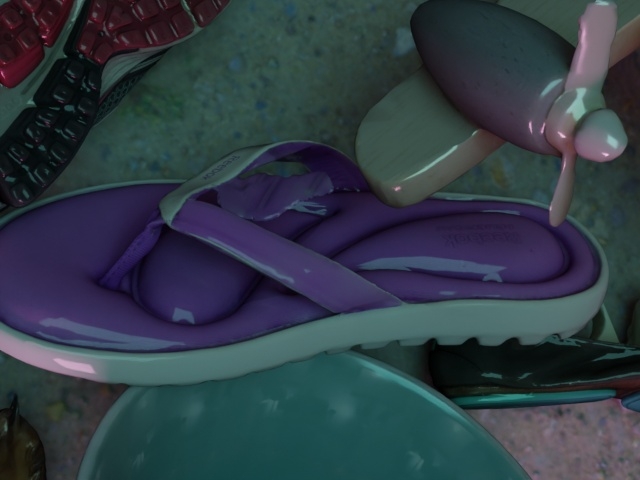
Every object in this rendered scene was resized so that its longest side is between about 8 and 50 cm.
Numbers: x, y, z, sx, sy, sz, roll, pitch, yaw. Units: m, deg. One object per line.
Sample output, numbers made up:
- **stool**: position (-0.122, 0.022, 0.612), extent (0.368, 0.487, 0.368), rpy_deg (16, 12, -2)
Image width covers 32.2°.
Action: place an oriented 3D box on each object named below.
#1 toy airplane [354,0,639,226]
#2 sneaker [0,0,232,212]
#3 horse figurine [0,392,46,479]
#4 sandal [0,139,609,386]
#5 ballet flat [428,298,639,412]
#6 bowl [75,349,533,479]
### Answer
- **toy airplane**: position (0.233, -0.180, 0.647), extent (0.384, 0.272, 0.386), rpy_deg (7, 72, 11)
- **sneaker**: position (-0.158, -0.132, 0.681), extent (0.121, 0.112, 0.299), rpy_deg (47, 65, -15)
- **horse figurine**: position (-0.222, 0.243, 0.673), extent (0.174, 0.066, 0.263), rpy_deg (-18, 91, -9)
- **sandal**: position (-0.006, -0.009, 0.682), extent (0.416, 0.169, 0.102), rpy_deg (-3, 128, -24)
- **ballet flat**: position (0.214, 0.079, 0.782), extent (0.280, 0.095, 0.096), rpy_deg (7, 75, -15)
- **bowl**: position (-0.014, 0.223, 0.639), extent (0.311, 0.312, 0.163), rpy_deg (22, 128, -14)
